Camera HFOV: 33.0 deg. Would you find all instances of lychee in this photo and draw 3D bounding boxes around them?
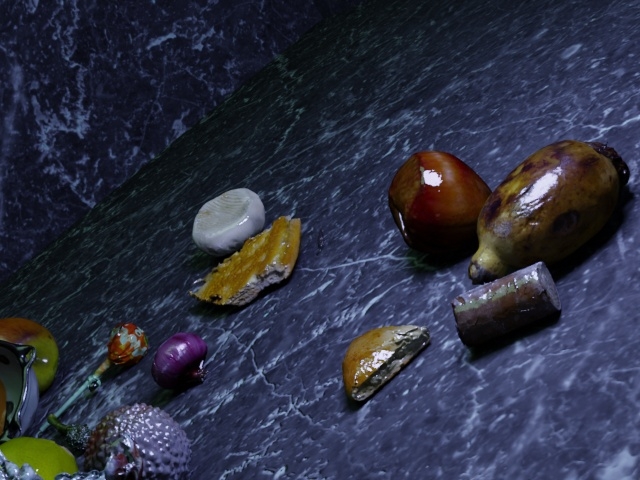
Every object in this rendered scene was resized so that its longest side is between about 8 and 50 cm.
[{"bbox_3d":[-0.277,0.334,1.647,0.165,0.197,0.165,-6,54,9],"label":"lychee"}]

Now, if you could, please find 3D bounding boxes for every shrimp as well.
[{"bbox_3d":[-0.445,0.367,1.532,0.410,0.166,0.221,-4,33,6],"label":"shrimp"}]

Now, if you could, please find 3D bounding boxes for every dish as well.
[{"bbox_3d":[-0.675,0.348,2.213,0.303,0.120,0.303,-13,56,21],"label":"dish"}]

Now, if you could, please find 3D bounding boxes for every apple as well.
[{"bbox_3d":[-0.675,0.267,2.387,0.196,0.196,0.196,-30,19,12],"label":"apple"}]

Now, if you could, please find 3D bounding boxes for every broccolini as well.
[{"bbox_3d":[-0.483,0.361,2.067,0.051,0.054,0.239,-3,2,-26],"label":"broccolini"}]

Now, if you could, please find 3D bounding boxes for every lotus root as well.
[{"bbox_3d":[0.328,-0.047,1.578,0.314,0.141,0.169,-41,16,-16],"label":"lotus root"}]

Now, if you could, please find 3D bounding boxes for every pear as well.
[{"bbox_3d":[-0.475,0.424,1.696,0.187,0.187,0.220,-17,46,40],"label":"pear"}]

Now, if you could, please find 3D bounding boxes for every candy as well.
[{"bbox_3d":[-0.470,0.283,2.209,0.287,0.084,0.078,-44,24,-8],"label":"candy"}]

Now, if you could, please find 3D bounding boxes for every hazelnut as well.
[{"bbox_3d":[0.201,-0.063,1.810,0.178,0.178,0.204,-40,-11,-16],"label":"hazelnut"}]

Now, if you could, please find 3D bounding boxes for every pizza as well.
[{"bbox_3d":[-0.157,0.071,2.201,0.297,0.071,0.189,-30,31,22],"label":"pizza"}]

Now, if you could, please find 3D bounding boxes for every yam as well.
[{"bbox_3d":[0.251,0.089,1.474,0.141,0.079,0.079,-24,21,19],"label":"yam"}]

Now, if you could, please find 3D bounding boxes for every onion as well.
[{"bbox_3d":[-0.251,0.223,1.956,0.115,0.104,0.115,-52,-17,-23],"label":"onion"}]

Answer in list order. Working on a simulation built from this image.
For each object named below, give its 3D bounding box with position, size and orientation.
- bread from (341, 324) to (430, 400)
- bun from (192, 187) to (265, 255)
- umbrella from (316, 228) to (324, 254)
[{"bbox_3d":[0.077,0.167,1.612,0.154,0.054,0.136,-36,16,-14],"label":"bread"},{"bbox_3d":[-0.203,-0.033,2.478,0.183,0.102,0.183,-20,39,17],"label":"bun"},{"bbox_3d":[0.002,-0.002,2.205,0.022,0.013,0.122,-50,14,22],"label":"umbrella"}]
